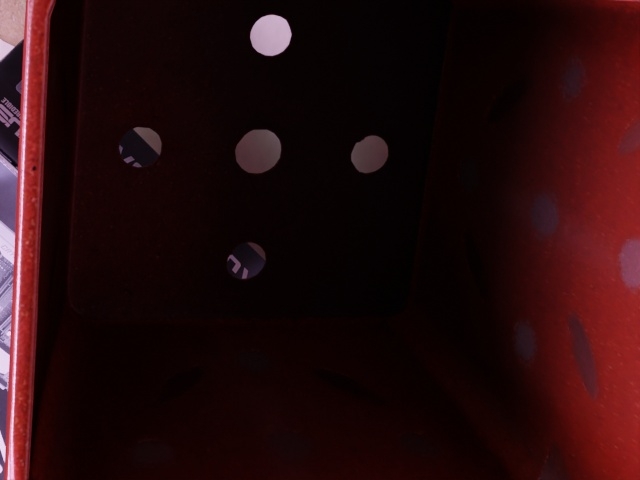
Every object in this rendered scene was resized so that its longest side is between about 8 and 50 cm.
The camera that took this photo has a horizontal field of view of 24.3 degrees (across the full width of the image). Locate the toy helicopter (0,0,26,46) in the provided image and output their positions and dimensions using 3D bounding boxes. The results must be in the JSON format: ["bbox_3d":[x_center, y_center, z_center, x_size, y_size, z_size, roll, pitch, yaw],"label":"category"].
[{"bbox_3d":[-0.240,-0.176,0.845,0.355,0.235,0.140,29,119,36],"label":"toy helicopter"}]

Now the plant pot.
[{"bbox_3d":[0.000,0.000,0.595,0.236,0.267,0.267,-128,42,-62],"label":"plant pot"}]

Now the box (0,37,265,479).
[{"bbox_3d":[-0.163,0.052,0.847,0.242,0.076,0.307,46,138,-13],"label":"box"}]
